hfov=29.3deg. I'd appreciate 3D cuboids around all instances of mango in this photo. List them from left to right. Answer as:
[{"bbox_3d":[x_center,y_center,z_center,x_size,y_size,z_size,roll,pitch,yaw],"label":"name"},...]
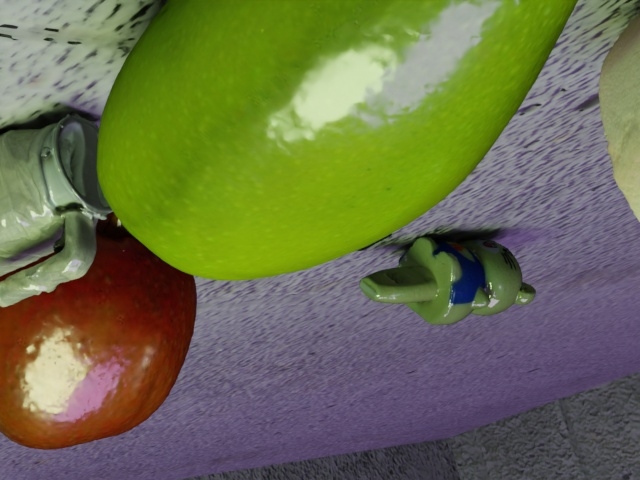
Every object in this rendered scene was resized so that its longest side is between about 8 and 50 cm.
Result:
[{"bbox_3d":[0.016,-0.088,0.622,0.192,0.156,0.343,-1,158,-38],"label":"mango"}]

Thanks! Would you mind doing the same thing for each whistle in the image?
[{"bbox_3d":[0.135,0.041,1.312,0.227,0.105,0.085,-2,120,-40],"label":"whistle"}]

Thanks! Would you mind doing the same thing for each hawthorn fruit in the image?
[{"bbox_3d":[-0.179,0.040,0.907,0.196,0.196,0.225,0,135,-43],"label":"hawthorn fruit"}]

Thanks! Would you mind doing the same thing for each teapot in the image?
[{"bbox_3d":[-0.221,-0.002,0.800,0.200,0.107,0.077,-23,152,26],"label":"teapot"}]

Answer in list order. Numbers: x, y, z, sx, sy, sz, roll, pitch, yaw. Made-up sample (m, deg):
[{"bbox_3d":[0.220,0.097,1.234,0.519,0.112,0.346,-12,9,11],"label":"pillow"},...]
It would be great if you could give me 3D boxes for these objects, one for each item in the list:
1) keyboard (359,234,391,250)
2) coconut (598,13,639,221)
[{"bbox_3d":[0.000,0.000,1.189,0.155,0.010,0.053,-1,160,-42],"label":"keyboard"},{"bbox_3d":[0.307,-0.083,0.797,0.239,0.239,0.244,-9,162,-19],"label":"coconut"}]
